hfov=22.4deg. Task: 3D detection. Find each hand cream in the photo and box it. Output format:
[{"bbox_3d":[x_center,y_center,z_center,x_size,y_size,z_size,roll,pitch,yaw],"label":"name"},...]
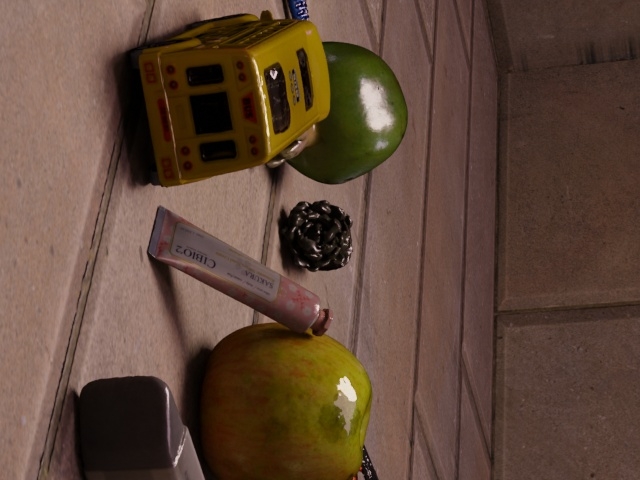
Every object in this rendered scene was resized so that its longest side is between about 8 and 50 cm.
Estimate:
[{"bbox_3d":[-0.079,0.036,1.624,0.209,0.043,0.067,30,44,-22],"label":"hand cream"}]

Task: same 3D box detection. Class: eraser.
[{"bbox_3d":[-0.133,0.269,1.424,0.061,0.089,0.352,-73,154,-53],"label":"eraser"}]

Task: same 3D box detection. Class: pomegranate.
[{"bbox_3d":[0.000,-0.153,2.019,0.225,0.187,0.187,-29,116,-50],"label":"pomegranate"}]

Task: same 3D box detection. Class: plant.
[{"bbox_3d":[0.000,0.000,2.110,0.143,0.092,0.094,57,38,-75],"label":"plant"}]

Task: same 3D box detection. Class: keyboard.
[{"bbox_3d":[0.036,0.242,2.171,0.061,0.013,0.204,47,19,-70],"label":"keyboard"}]

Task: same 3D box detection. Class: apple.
[{"bbox_3d":[-0.034,0.181,1.692,0.196,0.196,0.196,-5,90,-77],"label":"apple"}]

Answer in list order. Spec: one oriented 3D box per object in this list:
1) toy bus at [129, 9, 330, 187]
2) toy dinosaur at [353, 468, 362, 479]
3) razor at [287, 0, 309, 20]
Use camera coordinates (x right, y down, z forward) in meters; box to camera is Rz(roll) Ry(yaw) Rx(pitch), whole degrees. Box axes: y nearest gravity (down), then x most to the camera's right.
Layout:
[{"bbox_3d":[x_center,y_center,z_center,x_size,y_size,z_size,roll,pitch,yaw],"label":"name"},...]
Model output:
[{"bbox_3d":[-0.082,-0.153,1.664,0.331,0.151,0.145,-49,131,-71],"label":"toy bus"},{"bbox_3d":[0.010,0.280,2.119,0.279,0.055,0.101,51,21,-66],"label":"toy dinosaur"},{"bbox_3d":[-0.033,-0.350,2.178,0.056,0.093,0.324,42,-33,53],"label":"razor"}]
